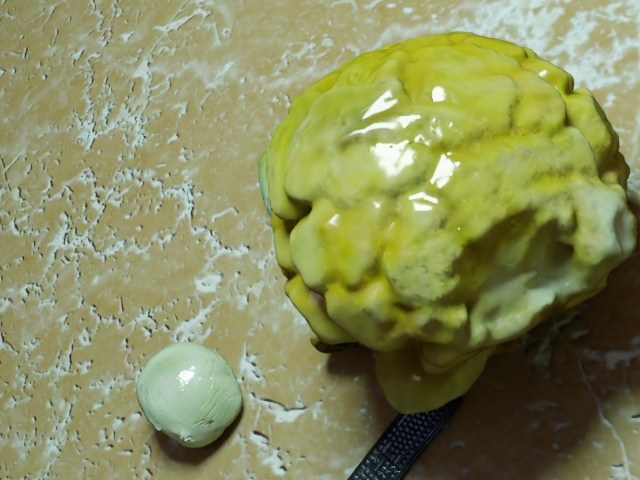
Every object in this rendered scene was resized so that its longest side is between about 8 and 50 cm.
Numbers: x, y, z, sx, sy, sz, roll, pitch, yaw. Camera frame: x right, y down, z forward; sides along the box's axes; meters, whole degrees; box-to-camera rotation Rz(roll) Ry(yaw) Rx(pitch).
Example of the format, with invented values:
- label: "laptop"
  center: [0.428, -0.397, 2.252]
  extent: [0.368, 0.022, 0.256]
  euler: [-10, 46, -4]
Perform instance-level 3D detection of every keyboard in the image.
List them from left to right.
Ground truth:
- label: "keyboard"
  center: [0.090, 0.218, 1.263]
  extent: [0.053, 0.010, 0.155]
  euler: [37, 88, 38]

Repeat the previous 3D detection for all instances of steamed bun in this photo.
- label: "steamed bun"
  center: [-0.161, 0.176, 1.390]
  extent: [0.112, 0.091, 0.130]
  euler: [-48, 50, -1]

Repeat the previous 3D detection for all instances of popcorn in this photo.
- label: "popcorn"
  center: [0.125, -0.048, 1.169]
  extent: [0.344, 0.354, 0.390]
  euler: [-25, 53, 29]

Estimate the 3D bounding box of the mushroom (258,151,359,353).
- label: "mushroom"
  center: [0.000, 0.000, 1.389]
  extent: [0.100, 0.081, 0.312]
  euler: [-20, 53, 0]
